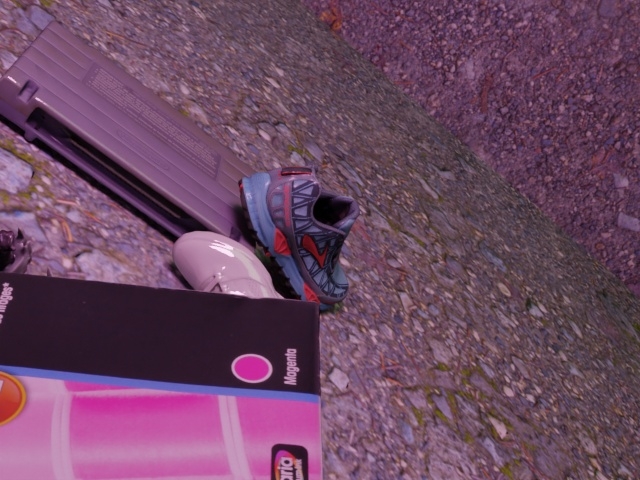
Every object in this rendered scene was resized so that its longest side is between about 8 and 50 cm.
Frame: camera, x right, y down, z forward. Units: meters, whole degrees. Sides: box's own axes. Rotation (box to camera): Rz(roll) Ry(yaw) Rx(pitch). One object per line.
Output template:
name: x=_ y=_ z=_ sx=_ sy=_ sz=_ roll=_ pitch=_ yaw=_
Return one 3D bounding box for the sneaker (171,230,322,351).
sneaker: x=-0.089 y=0.079 z=1.097 sx=0.212 sy=0.080 sz=0.094 roll=43 pitch=34 yaw=-6

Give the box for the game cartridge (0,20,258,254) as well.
game cartridge: x=-0.227 y=-0.119 z=1.227 sx=0.355 sy=0.068 sz=0.230 roll=37 pitch=19 yaw=-17

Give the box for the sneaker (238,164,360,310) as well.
sneaker: x=0.000 y=0.000 z=1.242 sx=0.262 sy=0.125 sz=0.104 roll=55 pitch=18 yaw=-51

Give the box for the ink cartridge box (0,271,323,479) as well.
ink cartridge box: x=-0.183 y=0.095 z=0.553 sx=0.371 sy=0.069 sz=0.175 roll=4 pitch=38 yaw=-5

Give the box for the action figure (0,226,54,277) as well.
action figure: x=-0.269 y=0.062 z=0.783 sx=0.285 sy=0.099 sz=0.185 roll=23 pitch=20 yaw=-49
